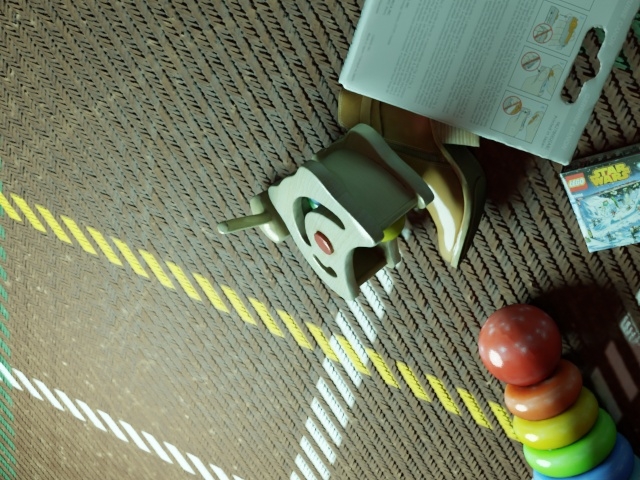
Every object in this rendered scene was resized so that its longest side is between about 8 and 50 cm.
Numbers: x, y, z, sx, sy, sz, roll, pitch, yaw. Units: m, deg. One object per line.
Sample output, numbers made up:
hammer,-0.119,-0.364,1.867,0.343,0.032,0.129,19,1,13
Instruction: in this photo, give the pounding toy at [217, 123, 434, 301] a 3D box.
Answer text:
pounding toy,0.000,0.000,0.846,0.154,0.155,0.269,54,162,-5

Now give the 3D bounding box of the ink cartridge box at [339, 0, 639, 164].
ink cartridge box,0.150,-0.189,0.729,0.224,0.056,0.181,18,108,-8

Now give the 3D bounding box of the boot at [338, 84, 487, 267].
boot,0.093,-0.072,0.844,0.152,0.073,0.197,9,116,22

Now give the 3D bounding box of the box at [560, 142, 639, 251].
box,0.312,-0.047,0.779,0.137,0.027,0.094,-13,115,31

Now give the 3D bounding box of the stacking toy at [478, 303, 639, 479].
stacking toy,0.274,0.219,0.908,0.141,0.141,0.330,-21,106,34
